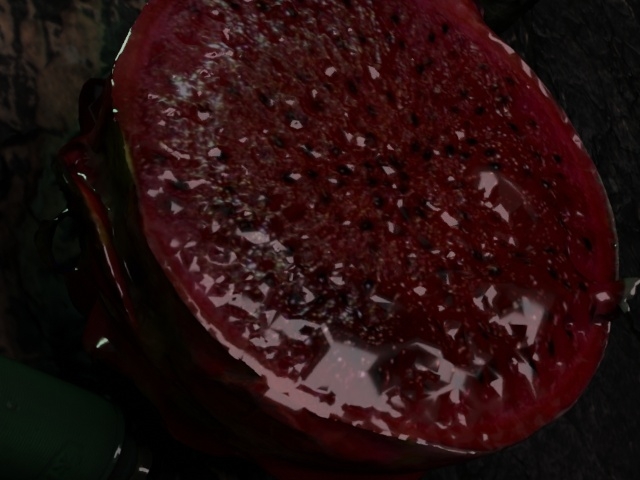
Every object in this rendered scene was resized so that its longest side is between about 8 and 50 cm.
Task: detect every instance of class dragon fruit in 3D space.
[{"bbox_3d":[0.000,0.000,0.865,0.371,0.249,0.386,34,49,-11],"label":"dragon fruit"}]

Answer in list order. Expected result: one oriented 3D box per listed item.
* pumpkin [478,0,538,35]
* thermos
[{"bbox_3d":[0.061,-0.258,1.020,0.300,0.300,0.207,13,33,-43],"label":"pumpkin"},{"bbox_3d":[-0.184,0.106,0.754,0.187,0.083,0.073,31,74,-36],"label":"thermos"}]
